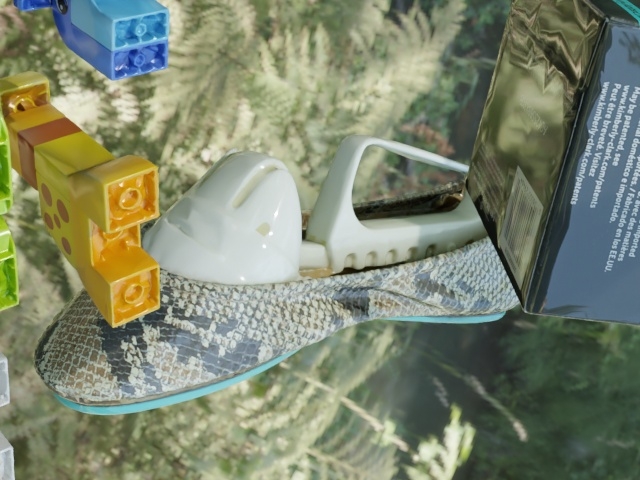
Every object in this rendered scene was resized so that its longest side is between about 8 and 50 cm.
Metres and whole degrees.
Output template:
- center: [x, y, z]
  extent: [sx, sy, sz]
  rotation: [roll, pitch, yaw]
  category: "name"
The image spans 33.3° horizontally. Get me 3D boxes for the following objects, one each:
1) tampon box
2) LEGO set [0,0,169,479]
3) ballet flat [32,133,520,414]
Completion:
- center: [0.150, -0.033, 0.391]
  extent: [0.120, 0.161, 0.101]
  rotation: [-95, -165, -65]
  category: "tampon box"
- center: [-0.103, -0.040, 0.334]
  extent: [0.087, 0.093, 0.227]
  rotation: [-21, 133, -36]
  category: "LEGO set"
- center: [0.000, 0.000, 0.876]
  extent: [0.483, 0.164, 0.182]
  rotation: [-9, 122, -35]
  category: "ballet flat"
